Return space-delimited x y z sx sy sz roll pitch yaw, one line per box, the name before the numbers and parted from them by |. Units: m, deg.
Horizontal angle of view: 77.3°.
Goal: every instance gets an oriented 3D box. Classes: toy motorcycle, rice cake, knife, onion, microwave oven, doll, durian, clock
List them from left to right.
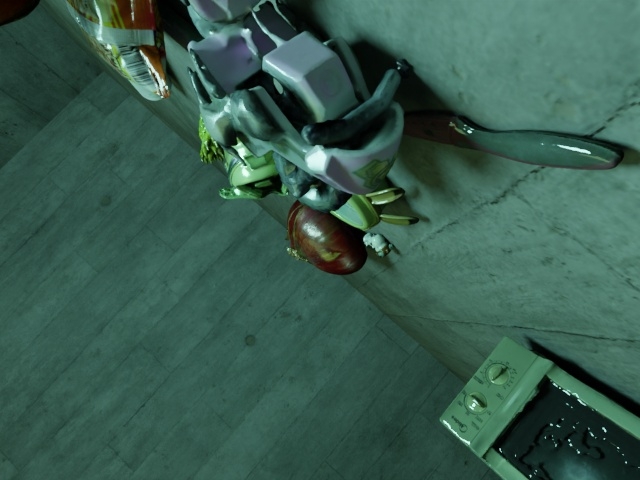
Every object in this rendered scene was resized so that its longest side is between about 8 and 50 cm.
rice cake | -0.214 -0.328 0.654 0.207 0.036 0.047 42 158 0
durian | -0.197 -0.224 0.833 0.107 0.132 0.375 0 -179 -17
toy motorcycle | -0.031 -0.157 0.346 0.188 0.143 0.326 18 142 54
onion | 0.010 -0.005 1.034 0.248 0.161 0.248 32 -166 -9
clock | 0.043 -0.085 0.624 0.232 0.069 0.170 35 170 38
doll | 0.126 0.010 0.898 0.058 0.040 0.085 55 168 -3
knife | 0.123 -0.090 0.342 0.035 0.018 0.247 43 175 -35
microwave oven | 0.427 0.357 0.644 0.355 0.218 0.286 34 171 48

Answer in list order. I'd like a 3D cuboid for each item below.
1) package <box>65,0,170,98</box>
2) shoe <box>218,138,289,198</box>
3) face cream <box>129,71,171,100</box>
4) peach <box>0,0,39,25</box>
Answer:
package | -0.324 -0.365 0.604 0.288 0.109 0.223 37 142 30
shoe | -0.122 -0.140 0.756 0.140 0.128 0.262 0 170 -3
face cream | -0.455 -0.453 0.969 0.102 0.102 0.345 42 173 -3
peach | -0.451 -0.388 0.334 0.353 0.339 0.416 39 177 30
